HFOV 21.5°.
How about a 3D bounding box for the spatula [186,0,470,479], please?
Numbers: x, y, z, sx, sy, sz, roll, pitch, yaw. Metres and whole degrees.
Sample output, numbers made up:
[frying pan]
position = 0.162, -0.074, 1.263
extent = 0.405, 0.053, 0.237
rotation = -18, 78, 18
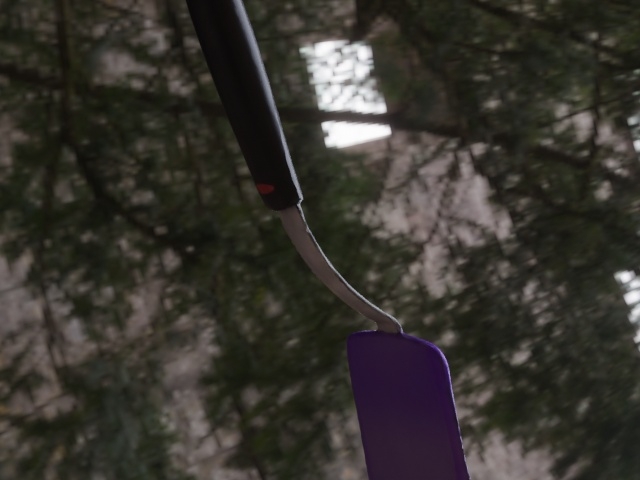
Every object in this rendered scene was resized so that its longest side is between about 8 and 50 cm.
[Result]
[spatula]
position = 0.000, 0.000, 0.760
extent = 0.084, 0.030, 0.296
rotation = 4, -57, 57
